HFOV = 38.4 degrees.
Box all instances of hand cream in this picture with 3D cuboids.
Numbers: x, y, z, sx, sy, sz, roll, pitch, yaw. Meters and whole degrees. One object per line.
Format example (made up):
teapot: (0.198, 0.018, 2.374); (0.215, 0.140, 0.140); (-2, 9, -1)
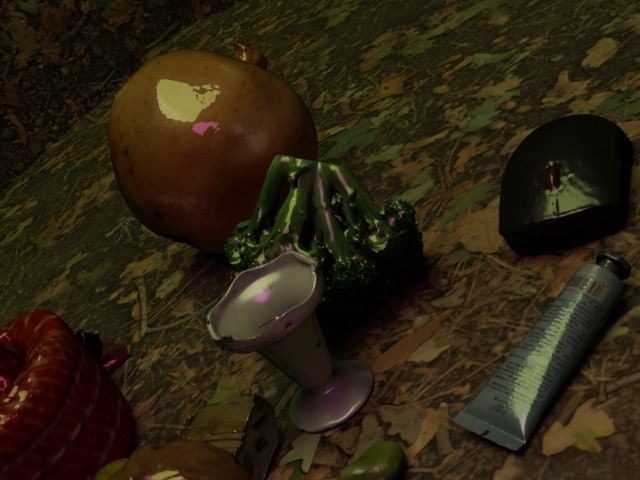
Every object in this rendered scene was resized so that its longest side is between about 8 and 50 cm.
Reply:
hand cream: (0.260, 0.118, 1.035); (0.091, 0.058, 0.271); (20, 60, 45)

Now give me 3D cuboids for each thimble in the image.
thimble: (-0.457, 0.290, 1.348); (0.350, 0.231, 0.350); (-24, 27, 13)

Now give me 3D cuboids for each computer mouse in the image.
computer mouse: (0.337, -0.100, 1.276); (0.170, 0.100, 0.269); (-20, 28, 31)

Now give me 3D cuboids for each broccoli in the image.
broccoli: (0.000, 0.000, 1.332); (0.294, 0.245, 0.265); (4, 13, 13)

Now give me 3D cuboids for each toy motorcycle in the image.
toy motorcycle: (-0.491, 0.235, 1.578); (0.298, 0.171, 0.089); (-26, 60, 7)

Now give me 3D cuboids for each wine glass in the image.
wine glass: (-0.029, 0.132, 1.172); (0.165, 0.196, 0.165); (-27, 28, 16)

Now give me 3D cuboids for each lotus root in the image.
lotus root: (-0.123, 0.272, 1.180); (0.144, 0.070, 0.143); (-6, 51, 44)

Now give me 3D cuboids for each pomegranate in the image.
pomegranate: (-0.195, -0.183, 1.686); (0.411, 0.411, 0.411); (-26, 26, 14)

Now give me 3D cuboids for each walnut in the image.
walnut: (-0.147, 0.311, 0.971); (0.213, 0.213, 0.213); (-26, 26, 14)

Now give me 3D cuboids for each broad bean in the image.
broad bean: (0.060, 0.257, 1.029); (0.083, 0.045, 0.063); (-36, 13, -25)

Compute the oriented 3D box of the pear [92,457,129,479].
pear: (-0.248, 0.332, 1.174); (0.131, 0.107, 0.107); (1, 41, 38)
